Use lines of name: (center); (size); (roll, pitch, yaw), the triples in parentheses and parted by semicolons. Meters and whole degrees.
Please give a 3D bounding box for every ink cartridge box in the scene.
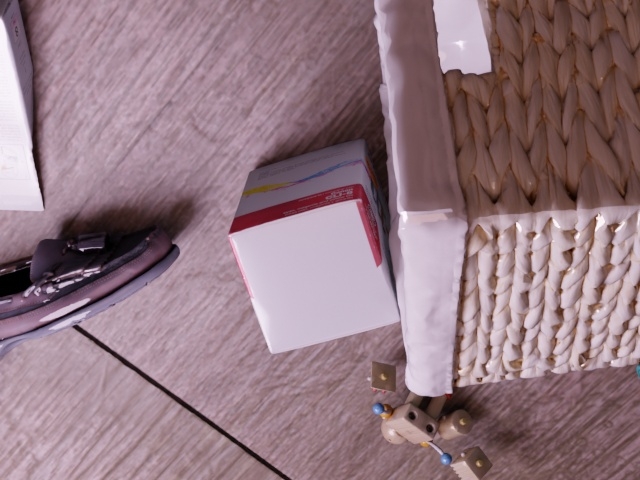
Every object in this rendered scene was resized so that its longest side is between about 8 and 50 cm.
ink cartridge box: (-0.379, -0.139, 1.154); (0.189, 0.066, 0.232); (2, 134, 4)
ink cartridge box: (0.000, 0.000, 1.096); (0.127, 0.176, 0.128); (-16, 111, 10)

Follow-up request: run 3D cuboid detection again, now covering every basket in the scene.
basket: (0.176, -0.089, 0.902); (0.266, 0.328, 0.331); (-6, 153, 4)

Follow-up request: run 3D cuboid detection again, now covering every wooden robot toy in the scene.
wooden robot toy: (0.102, 0.194, 1.243); (0.173, 0.076, 0.079); (38, 147, -11)

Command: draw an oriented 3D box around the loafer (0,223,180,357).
loafer: (-0.290, 0.046, 1.187); (0.302, 0.109, 0.095); (-25, 105, 18)

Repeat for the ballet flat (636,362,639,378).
ballet flat: (0.354, 0.093, 1.146); (0.124, 0.116, 0.342); (-35, 107, -3)
